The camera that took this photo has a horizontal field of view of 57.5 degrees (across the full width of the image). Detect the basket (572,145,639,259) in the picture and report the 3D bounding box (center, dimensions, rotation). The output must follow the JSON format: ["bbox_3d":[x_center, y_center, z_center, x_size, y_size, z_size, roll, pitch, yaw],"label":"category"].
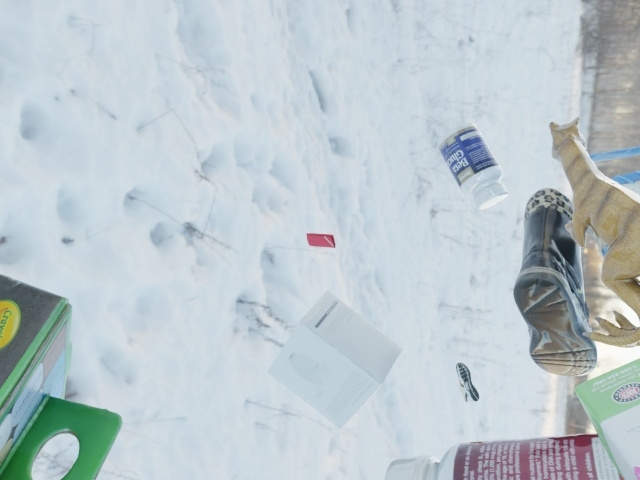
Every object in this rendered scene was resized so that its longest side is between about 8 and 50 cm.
[{"bbox_3d":[0.628,-0.074,1.136,0.201,0.255,0.288,46,42,-47],"label":"basket"}]

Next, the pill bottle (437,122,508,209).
[{"bbox_3d":[0.323,-0.154,1.227,0.169,0.094,0.094,65,17,17],"label":"pill bottle"}]

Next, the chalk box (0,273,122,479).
[{"bbox_3d":[-0.304,0.129,0.435,0.180,0.289,0.179,-73,-172,-46],"label":"chalk box"}]

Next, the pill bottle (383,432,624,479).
[{"bbox_3d":[0.307,0.414,0.876,0.224,0.392,0.224,41,42,-52],"label":"pill bottle"}]

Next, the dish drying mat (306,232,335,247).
[{"bbox_3d":[0.000,0.000,1.284,0.008,0.083,0.032,-30,113,-39],"label":"dish drying mat"}]

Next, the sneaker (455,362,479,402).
[{"bbox_3d":[0.381,0.380,1.553,0.040,0.044,0.109,-5,68,-32],"label":"sneaker"}]

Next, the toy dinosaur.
[{"bbox_3d":[0.172,0.007,0.297,0.211,0.064,0.112,-123,-168,-52],"label":"toy dinosaur"}]

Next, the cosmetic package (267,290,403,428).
[{"bbox_3d":[0.032,0.280,1.364,0.138,0.225,0.224,-44,169,-48],"label":"cosmetic package"}]

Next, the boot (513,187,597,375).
[{"bbox_3d":[0.515,0.098,1.272,0.377,0.138,0.284,53,42,-36],"label":"boot"}]

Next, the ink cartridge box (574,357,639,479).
[{"bbox_3d":[0.395,0.217,0.483,0.119,0.207,0.353,60,10,-15],"label":"ink cartridge box"}]
